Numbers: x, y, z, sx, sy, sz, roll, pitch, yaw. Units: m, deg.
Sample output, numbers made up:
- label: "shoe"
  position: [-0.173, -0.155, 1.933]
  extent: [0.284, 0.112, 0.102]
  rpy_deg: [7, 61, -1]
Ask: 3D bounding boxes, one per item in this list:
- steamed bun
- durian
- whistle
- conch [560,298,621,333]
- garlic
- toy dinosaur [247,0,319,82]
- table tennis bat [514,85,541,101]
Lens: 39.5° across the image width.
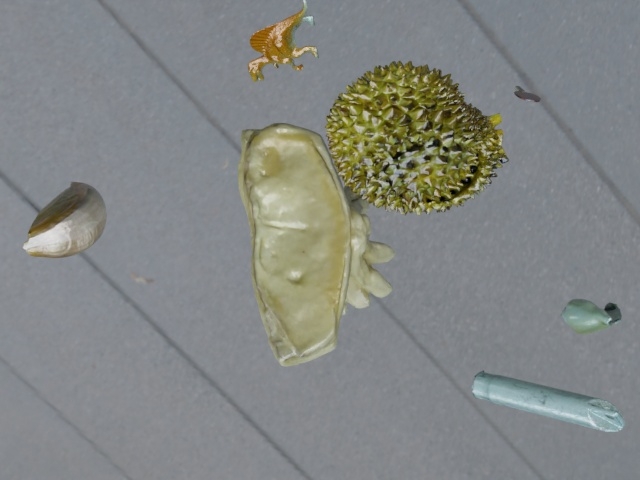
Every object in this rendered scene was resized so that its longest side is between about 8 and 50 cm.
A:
- label: "steamed bun"
  position: [0.000, 0.000, 1.562]
  extent: [0.247, 0.427, 0.189]
  rpy_deg: [-13, 163, 3]
- label: "durian"
  position: [0.152, -0.154, 1.458]
  extent: [0.293, 0.258, 0.258]
  rpy_deg: [14, 141, -36]
- label: "whistle"
  position: [0.448, 0.319, 1.774]
  extent: [0.312, 0.062, 0.062]
  rpy_deg: [8, 129, 41]
- label: "conch"
  position: [0.495, 0.141, 1.637]
  extent: [0.088, 0.180, 0.065]
  rpy_deg: [8, 88, -17]
- label: "garlic"
  position: [-0.419, -0.039, 1.524]
  extent: [0.101, 0.195, 0.087]
  rpy_deg: [6, 128, 9]
- label: "toy dinosaur"
  position: [-0.079, -0.383, 1.681]
  extent: [0.142, 0.057, 0.212]
  rpy_deg: [-5, 146, 4]
- label: "table tennis bat"
  position: [0.404, -0.289, 1.764]
  extent: [0.050, 0.083, 0.007]
  rpy_deg: [4, 117, -14]
